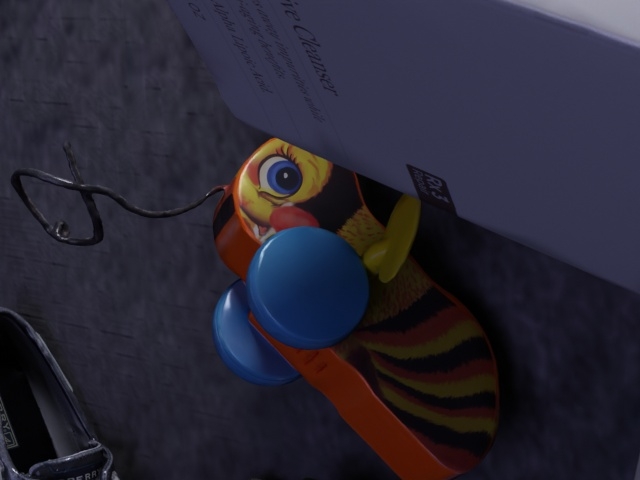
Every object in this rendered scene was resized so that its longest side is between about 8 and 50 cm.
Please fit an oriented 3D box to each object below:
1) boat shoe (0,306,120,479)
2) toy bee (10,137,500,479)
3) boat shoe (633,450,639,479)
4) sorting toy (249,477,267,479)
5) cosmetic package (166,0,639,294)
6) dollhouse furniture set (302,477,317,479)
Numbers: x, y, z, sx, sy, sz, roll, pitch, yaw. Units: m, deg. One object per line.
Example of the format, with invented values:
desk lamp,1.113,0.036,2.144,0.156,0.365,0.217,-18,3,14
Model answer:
boat shoe,-0.199,0.191,1.006,0.102,0.108,0.301,-38,72,38
toy bee,0.000,0.000,0.784,0.298,0.162,0.195,47,149,-21
boat shoe,0.185,0.258,0.554,0.155,0.500,0.187,9,148,18
sorting toy,-0.109,0.318,0.863,0.089,0.257,0.256,12,111,7
cosmetic package,0.121,-0.090,0.517,0.385,0.217,0.156,26,75,28
dollhouse furniture set,0.098,0.309,0.838,0.301,0.151,0.198,16,126,5
